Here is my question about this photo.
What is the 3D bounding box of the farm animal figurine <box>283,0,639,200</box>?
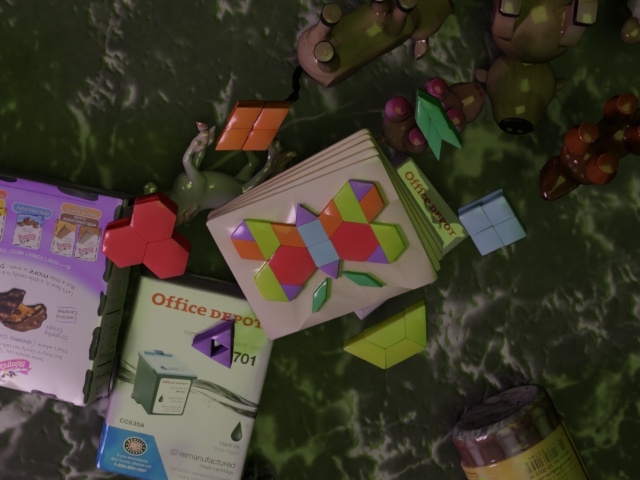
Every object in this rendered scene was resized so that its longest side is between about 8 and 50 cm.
[{"bbox_3d":[0.168,-0.194,1.548,0.330,0.172,0.327,26,82,1],"label":"farm animal figurine"}]

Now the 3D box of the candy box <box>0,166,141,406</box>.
[{"bbox_3d":[-0.267,0.039,1.563,0.164,0.070,0.196,12,96,10],"label":"candy box"}]

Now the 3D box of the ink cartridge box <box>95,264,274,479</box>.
[{"bbox_3d":[-0.125,0.132,1.599,0.139,0.082,0.191,13,97,-6],"label":"ink cartridge box"}]

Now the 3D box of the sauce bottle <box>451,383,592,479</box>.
[{"bbox_3d":[0.242,0.313,1.633,0.111,0.111,0.344,-25,97,-1],"label":"sauce bottle"}]

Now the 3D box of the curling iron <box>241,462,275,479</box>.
[{"bbox_3d":[-0.076,0.348,1.592,0.035,0.068,0.274,10,70,-6],"label":"curling iron"}]

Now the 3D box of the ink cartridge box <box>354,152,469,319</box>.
[{"bbox_3d":[0.060,-0.006,1.607,0.135,0.056,0.099,-39,97,2],"label":"ink cartridge box"}]

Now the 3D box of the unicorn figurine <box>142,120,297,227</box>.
[{"bbox_3d":[-0.106,-0.056,1.585,0.161,0.060,0.111,11,107,-11],"label":"unicorn figurine"}]

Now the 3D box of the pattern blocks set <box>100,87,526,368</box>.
[{"bbox_3d":[0.000,0.000,1.478,0.325,0.026,0.285,-36,111,20],"label":"pattern blocks set"}]
